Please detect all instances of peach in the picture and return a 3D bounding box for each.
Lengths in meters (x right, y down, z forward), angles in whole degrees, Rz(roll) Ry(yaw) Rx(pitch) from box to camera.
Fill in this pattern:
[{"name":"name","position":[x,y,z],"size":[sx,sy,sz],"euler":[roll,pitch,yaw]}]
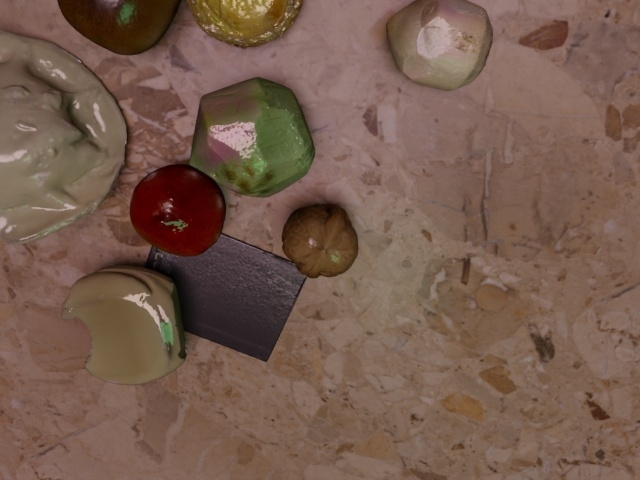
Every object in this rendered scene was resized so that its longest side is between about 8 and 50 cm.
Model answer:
[{"name":"peach","position":[-0.276,-0.059,1.048],"size":[0.197,0.197,0.197],"euler":[0,109,0]}]

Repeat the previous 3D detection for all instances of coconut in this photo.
[{"name":"coconut","position":[-0.136,-0.185,1.004],"size":[0.236,0.236,0.205],"euler":[-24,73,8]},{"name":"coconut","position":[0.205,-0.356,0.958],"size":[0.183,0.171,0.171],"euler":[13,109,-12]}]

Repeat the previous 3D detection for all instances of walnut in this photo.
[{"name":"walnut","position":[0.000,0.000,1.076],"size":[0.155,0.184,0.155],"euler":[-1,106,-4]}]

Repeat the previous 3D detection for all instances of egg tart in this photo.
[{"name":"egg tart","position":[-0.133,-0.449,0.957],"size":[0.212,0.090,0.213],"euler":[-5,114,-12]}]

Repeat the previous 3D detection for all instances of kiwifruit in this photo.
[{"name":"kiwifruit","position":[-0.333,-0.444,0.922],"size":[0.196,0.196,0.234],"euler":[35,100,-11]}]

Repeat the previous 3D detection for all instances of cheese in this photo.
[{"name":"cheese","position":[-0.408,0.183,1.155],"size":[0.233,0.127,0.266],"euler":[-2,108,1]}]

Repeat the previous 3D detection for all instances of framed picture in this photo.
[{"name":"framed picture","position":[-0.227,0.110,1.205],"size":[0.338,0.014,0.255],"euler":[22,107,-7]}]

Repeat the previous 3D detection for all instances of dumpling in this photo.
[{"name":"dumpling","position":[-0.538,-0.209,1.028],"size":[0.315,0.233,0.395],"euler":[-22,95,-25]}]
